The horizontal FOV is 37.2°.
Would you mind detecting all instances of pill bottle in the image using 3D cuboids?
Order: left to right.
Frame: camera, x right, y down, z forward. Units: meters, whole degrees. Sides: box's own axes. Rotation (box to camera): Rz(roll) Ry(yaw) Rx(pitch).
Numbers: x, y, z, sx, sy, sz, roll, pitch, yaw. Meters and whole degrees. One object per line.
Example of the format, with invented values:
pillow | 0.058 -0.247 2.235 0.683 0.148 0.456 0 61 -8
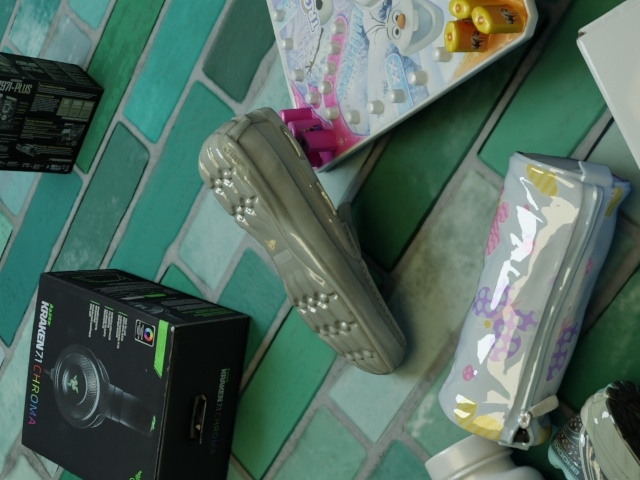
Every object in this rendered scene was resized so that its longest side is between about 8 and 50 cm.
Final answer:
pill bottle | 0.180 0.279 0.907 0.112 0.112 0.186 -41 67 31

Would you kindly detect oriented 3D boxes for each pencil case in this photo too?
pencil case | 0.195 0.054 0.881 0.114 0.124 0.273 15 100 2

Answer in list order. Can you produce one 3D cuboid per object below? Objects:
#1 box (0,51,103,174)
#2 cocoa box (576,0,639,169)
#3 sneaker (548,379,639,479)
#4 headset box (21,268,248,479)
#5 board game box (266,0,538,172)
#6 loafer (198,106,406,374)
box | -0.418 -0.176 1.321 0.077 0.180 0.147 41 115 30
cocoa box | 0.381 -0.041 0.658 0.231 0.228 0.347 -30 76 33
sneaker | 0.301 0.270 0.835 0.122 0.110 0.283 -49 56 43
headset box | -0.236 0.187 1.219 0.283 0.131 0.246 16 102 36
board game box | 0.025 -0.308 0.970 0.390 0.050 0.389 -28 74 56
loafer | 0.000 0.000 1.016 0.319 0.111 0.112 56 150 -9
